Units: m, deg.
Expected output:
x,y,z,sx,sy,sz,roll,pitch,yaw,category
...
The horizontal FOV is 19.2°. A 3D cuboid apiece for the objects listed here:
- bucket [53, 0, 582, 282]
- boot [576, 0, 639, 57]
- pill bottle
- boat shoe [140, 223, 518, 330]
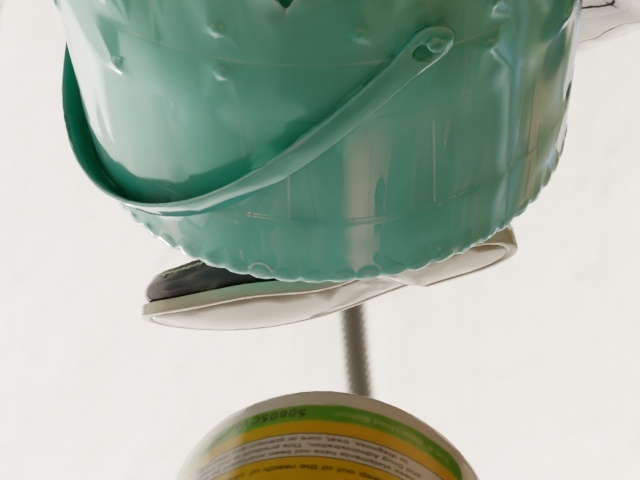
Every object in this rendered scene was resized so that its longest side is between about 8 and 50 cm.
x,y,z,sx,sy,sz,roll,pitch,yaw,category
-0.001,-0.125,0.888,0.281,0.183,0.281,-2,-139,2,bucket
0.210,-0.149,1.210,0.146,0.445,0.367,-34,-82,-16,boot
-0.009,0.173,0.675,0.136,0.136,0.246,24,-152,-6,pill bottle
0.000,0.000,0.981,0.075,0.206,0.065,28,-129,-64,boat shoe
